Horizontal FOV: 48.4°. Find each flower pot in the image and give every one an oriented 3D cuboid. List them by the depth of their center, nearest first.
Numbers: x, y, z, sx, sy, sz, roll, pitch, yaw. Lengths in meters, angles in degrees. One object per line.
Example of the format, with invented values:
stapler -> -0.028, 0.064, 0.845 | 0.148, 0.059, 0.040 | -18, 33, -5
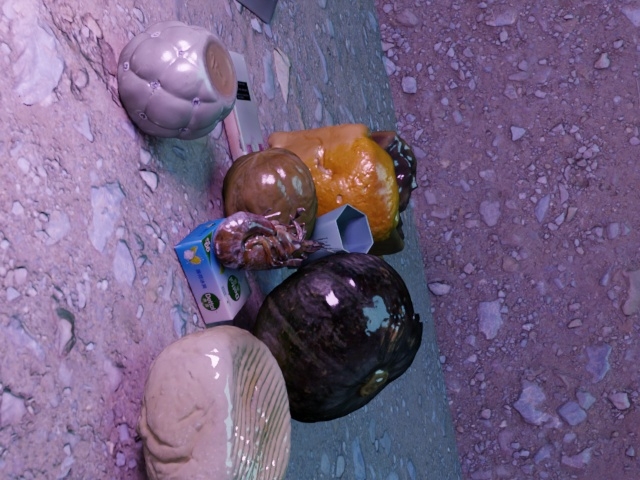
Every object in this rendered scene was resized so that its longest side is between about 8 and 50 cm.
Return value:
flower pot -> -0.290, -0.329, 1.468 | 0.246, 0.195, 0.245 | -11, 90, -71

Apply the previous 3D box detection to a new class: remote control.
remote control -> -0.211, -0.327, 1.879 | 0.145, 0.050, 0.343 | -21, 99, -69

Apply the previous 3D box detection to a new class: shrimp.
shrimp -> -0.091, -0.004, 1.596 | 0.343, 0.117, 0.145 | 2, 92, -41

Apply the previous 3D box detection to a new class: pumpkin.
pumpkin -> 0.026, 0.226, 1.709 | 0.344, 0.454, 0.454 | 48, 8, 25

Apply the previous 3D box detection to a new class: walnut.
walnut -> -0.118, -0.091, 1.753 | 0.283, 0.227, 0.282 | -18, 118, -37

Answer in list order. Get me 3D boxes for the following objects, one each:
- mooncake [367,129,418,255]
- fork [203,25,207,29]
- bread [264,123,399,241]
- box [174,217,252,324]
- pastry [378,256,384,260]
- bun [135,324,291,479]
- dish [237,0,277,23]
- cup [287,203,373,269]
mooncake -> 0.180, -0.157, 2.331 | 0.393, 0.394, 0.246 | 43, -9, 39
fork -> -0.276, -0.525, 1.873 | 0.115, 0.012, 0.016 | 40, 39, -52
bread -> 0.033, -0.136, 1.992 | 0.250, 0.395, 0.360 | -42, 123, -49
box -> -0.233, 0.067, 1.582 | 0.139, 0.073, 0.194 | -57, 132, -62
pastry -> 0.141, 0.079, 2.477 | 0.240, 0.132, 0.235 | -47, 124, -66
bun -> -0.204, 0.336, 1.298 | 0.348, 0.228, 0.352 | -75, 150, -50
dish -> -0.188, -0.782, 2.140 | 0.243, 0.080, 0.181 | 8, 72, -69
cup -> 0.000, 0.000, 1.864 | 0.134, 0.236, 0.148 | -7, 84, -51
